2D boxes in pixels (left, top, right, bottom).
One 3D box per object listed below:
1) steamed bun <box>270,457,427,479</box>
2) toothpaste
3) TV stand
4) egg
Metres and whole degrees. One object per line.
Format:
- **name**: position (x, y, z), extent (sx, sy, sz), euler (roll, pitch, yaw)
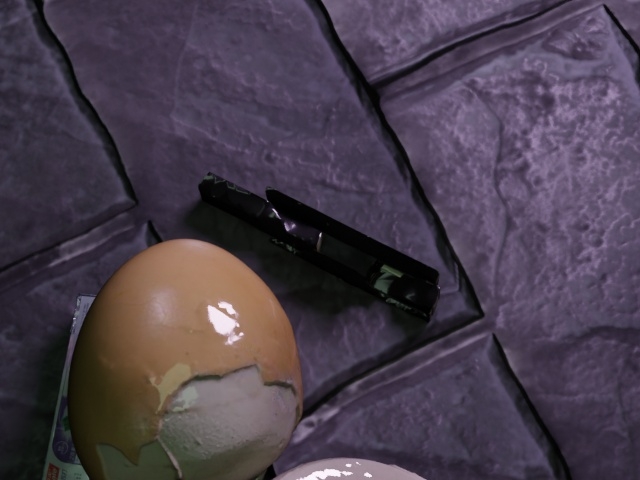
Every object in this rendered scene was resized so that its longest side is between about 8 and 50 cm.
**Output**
- **steamed bun**: position (0.025, 0.299, 1.273), extent (0.232, 0.145, 0.232), euler (13, 41, -12)
- **toothpaste**: position (-0.212, 0.146, 1.403), extent (0.047, 0.040, 0.196), euler (5, 72, 9)
- **TV stand**: position (0.000, 0.000, 1.440), extent (0.249, 0.036, 0.042), euler (27, 77, 11)
- **egg**: position (-0.117, 0.113, 1.326), extent (0.201, 0.201, 0.244), euler (-6, 62, 1)
